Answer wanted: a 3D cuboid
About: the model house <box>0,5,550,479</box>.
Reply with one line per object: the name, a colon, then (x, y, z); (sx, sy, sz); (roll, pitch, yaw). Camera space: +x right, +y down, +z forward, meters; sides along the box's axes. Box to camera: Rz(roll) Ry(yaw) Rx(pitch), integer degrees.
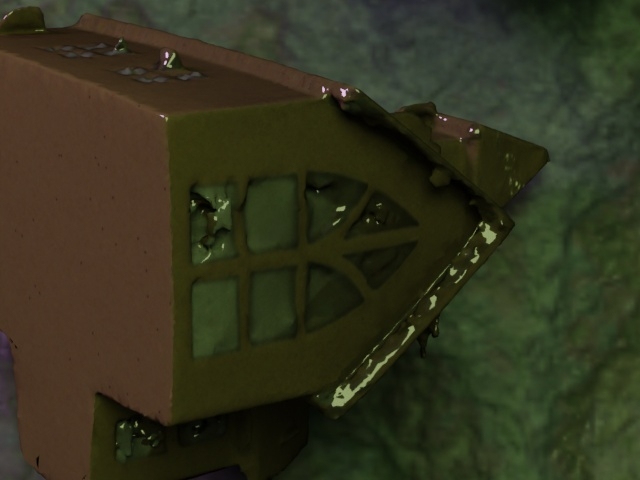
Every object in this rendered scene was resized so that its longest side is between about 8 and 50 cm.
model house: (0.000, 0.000, 0.692); (0.248, 0.181, 0.176); (-9, 109, -36)
